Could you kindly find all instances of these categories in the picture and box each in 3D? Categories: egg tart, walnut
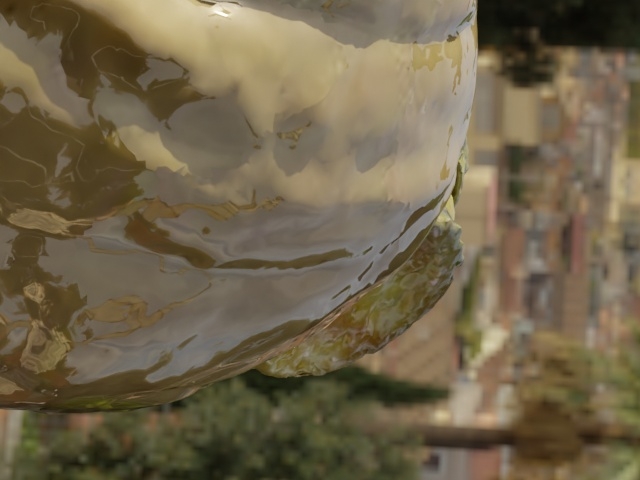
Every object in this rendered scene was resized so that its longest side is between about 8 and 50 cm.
[{"bbox_3d":[0.000,0.000,1.304,0.123,0.294,0.294,53,-10,29],"label":"egg tart"},{"bbox_3d":[-0.084,-0.066,0.499,0.225,0.261,0.225,-37,-132,54],"label":"walnut"}]
